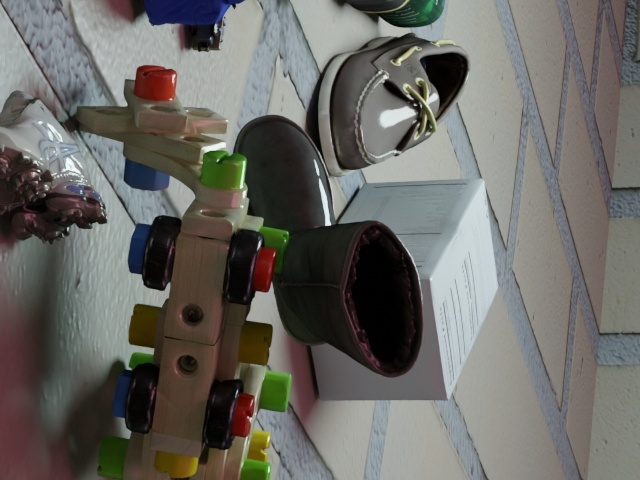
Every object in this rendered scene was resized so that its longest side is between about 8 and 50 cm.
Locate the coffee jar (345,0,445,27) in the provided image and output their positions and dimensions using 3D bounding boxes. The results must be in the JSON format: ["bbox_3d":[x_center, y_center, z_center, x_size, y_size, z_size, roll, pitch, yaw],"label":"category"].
[{"bbox_3d":[0.076,-0.282,1.916,0.184,0.079,0.096,-2,91,-72],"label":"coffee jar"}]

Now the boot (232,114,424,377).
[{"bbox_3d":[0.002,-0.002,1.239,0.208,0.076,0.190,-178,-111,-82],"label":"boot"}]

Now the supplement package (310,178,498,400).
[{"bbox_3d":[0.083,0.047,1.823,0.244,0.139,0.134,-55,140,-59],"label":"supplement package"}]

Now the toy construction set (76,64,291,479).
[{"bbox_3d":[-0.086,0.044,1.254,0.215,0.151,0.328,-68,152,-73],"label":"toy construction set"}]

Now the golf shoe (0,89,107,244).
[{"bbox_3d":[-0.193,-0.055,1.120,0.176,0.069,0.086,44,30,-73],"label":"golf shoe"}]

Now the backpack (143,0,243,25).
[{"bbox_3d":[-0.083,-0.222,1.388,0.120,0.101,0.098,-64,155,-61],"label":"backpack"}]

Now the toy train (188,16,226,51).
[{"bbox_3d":[-0.086,-0.221,1.497,0.036,0.027,0.158,77,18,-64],"label":"toy train"}]

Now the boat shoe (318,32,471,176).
[{"bbox_3d":[0.079,-0.147,1.887,0.324,0.096,0.117,-46,133,-66],"label":"boat shoe"}]
